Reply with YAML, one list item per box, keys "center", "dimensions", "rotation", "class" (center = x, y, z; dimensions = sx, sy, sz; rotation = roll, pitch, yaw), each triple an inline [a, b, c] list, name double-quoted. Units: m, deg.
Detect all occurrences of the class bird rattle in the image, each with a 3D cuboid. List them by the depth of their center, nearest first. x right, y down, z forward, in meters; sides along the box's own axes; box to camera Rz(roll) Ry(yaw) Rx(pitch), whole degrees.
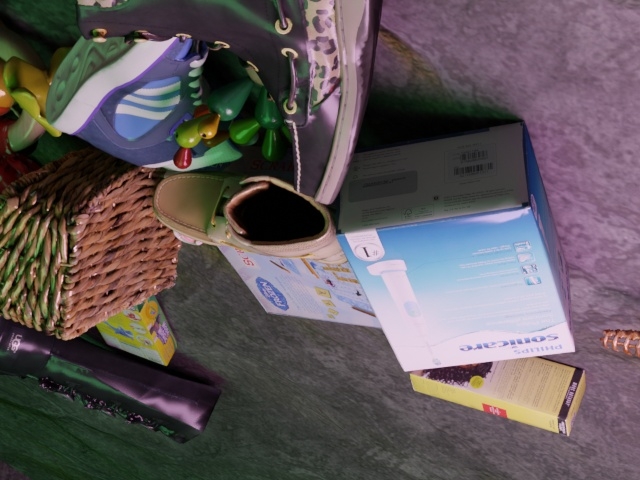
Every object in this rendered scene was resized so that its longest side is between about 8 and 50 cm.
- center: [-0.401, -0.175, 1.782]
  dimensions: [0.207, 0.143, 0.253]
  rotation: [51, 134, 5]
  class: "bird rattle"

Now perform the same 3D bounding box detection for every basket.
- center: [-0.340, -0.026, 1.827]
  dimensions: [0.223, 0.299, 0.213]
  rotation: [16, 110, 21]
  class: "basket"

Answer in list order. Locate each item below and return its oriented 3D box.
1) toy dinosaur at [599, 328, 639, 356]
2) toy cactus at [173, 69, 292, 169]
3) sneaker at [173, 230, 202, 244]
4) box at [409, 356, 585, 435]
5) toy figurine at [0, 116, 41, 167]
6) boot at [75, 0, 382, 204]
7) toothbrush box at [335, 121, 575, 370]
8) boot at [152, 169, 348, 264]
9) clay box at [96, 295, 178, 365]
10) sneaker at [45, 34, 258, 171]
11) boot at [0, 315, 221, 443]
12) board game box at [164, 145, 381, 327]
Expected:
- center: [0.504, 0.172, 1.667]
  dimensions: [0.322, 0.164, 0.218]
  rotation: [38, 141, 17]
  class: "toy dinosaur"
- center: [-0.058, -0.155, 1.516]
  dimensions: [0.219, 0.112, 0.180]
  rotation: [-7, 129, -7]
  class: "toy cactus"
- center: [-0.141, -0.031, 1.750]
  dimensions: [0.051, 0.070, 0.134]
  rotation: [41, 148, -20]
  class: "sneaker"
- center: [0.249, 0.198, 1.943]
  dimensions: [0.232, 0.087, 0.058]
  rotation: [14, 151, 20]
  class: "box"
- center: [-0.481, -0.071, 1.963]
  dimensions: [0.148, 0.209, 0.213]
  rotation: [17, 151, 0]
  class: "toy figurine"
- center: [-0.087, -0.206, 1.369]
  dimensions: [0.284, 0.138, 0.377]
  rotation: [9, 139, 4]
  class: "boot"
- center: [0.162, 0.017, 1.590]
  dimensions: [0.216, 0.126, 0.295]
  rotation: [-9, 141, 16]
  class: "toothbrush box"
- center: [-0.093, -0.034, 1.594]
  dimensions: [0.262, 0.095, 0.203]
  rotation: [16, 179, 12]
  class: "boot"
- center: [-0.329, 0.124, 2.343]
  dimensions: [0.127, 0.053, 0.222]
  rotation: [18, 151, 19]
  class: "clay box"
- center: [-0.149, -0.190, 1.598]
  dimensions: [0.236, 0.130, 0.323]
  rotation: [18, 144, -31]
  class: "sneaker"
- center: [-0.435, 0.241, 2.565]
  dimensions: [0.445, 0.146, 0.367]
  rotation: [19, 175, -16]
  class: "boot"
- center: [0.000, 0.000, 1.827]
  dimensions: [0.318, 0.066, 0.318]
  rotation: [6, 146, 33]
  class: "board game box"
